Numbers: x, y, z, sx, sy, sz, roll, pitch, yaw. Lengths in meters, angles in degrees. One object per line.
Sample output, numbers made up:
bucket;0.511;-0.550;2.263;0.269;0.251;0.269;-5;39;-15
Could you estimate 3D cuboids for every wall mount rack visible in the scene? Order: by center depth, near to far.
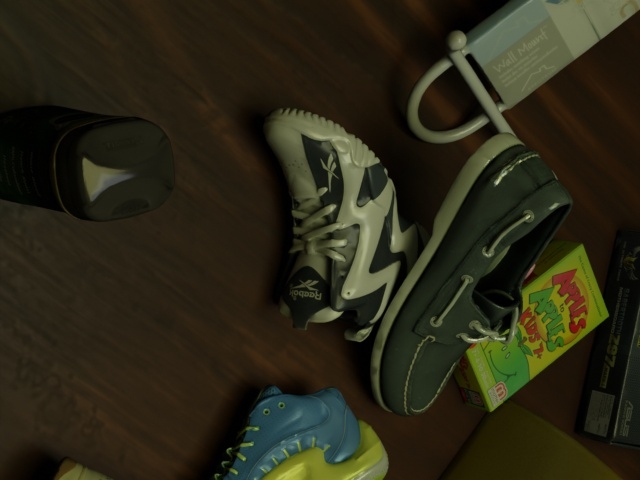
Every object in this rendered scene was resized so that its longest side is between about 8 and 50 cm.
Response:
wall mount rack;0.230;-0.201;1.645;0.350;0.130;0.304;-38;142;4

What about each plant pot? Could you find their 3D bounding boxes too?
plant pot;0.239;0.316;1.792;0.212;0.187;0.212;-52;122;-18

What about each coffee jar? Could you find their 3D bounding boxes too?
coffee jar;-0.197;-0.063;1.430;0.096;0.184;0.079;-14;105;-32

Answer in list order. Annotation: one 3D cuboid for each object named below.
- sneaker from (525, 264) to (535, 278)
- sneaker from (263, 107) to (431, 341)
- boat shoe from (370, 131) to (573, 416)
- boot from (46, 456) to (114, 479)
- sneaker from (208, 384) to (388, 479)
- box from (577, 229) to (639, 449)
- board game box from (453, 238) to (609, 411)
sneaker;0.189;-0.018;1.798;0.057;0.047;0.119;-3;92;-28
sneaker;0.000;0.000;1.632;0.153;0.094;0.235;-58;134;-24
boat shoe;0.140;0.055;1.662;0.116;0.099;0.319;-19;139;-49
boot;-0.183;0.341;1.516;0.203;0.095;0.262;24;77;-8
sneaker;-0.063;0.211;1.643;0.240;0.091;0.126;-22;76;-18
box;0.384;0.117;1.942;0.183;0.059;0.232;13;89;-37
board game box;0.210;0.085;1.824;0.181;0.043;0.092;-35;115;-26
